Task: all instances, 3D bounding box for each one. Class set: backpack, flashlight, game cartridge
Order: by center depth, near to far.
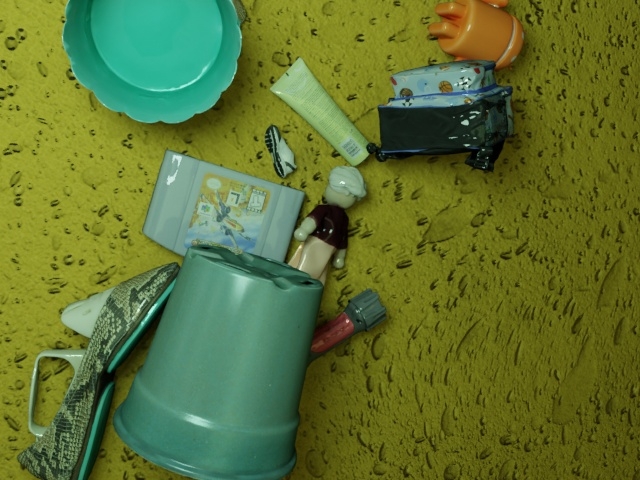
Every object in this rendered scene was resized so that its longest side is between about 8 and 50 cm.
[{"bbox_3d":[-0.191,-0.045,1.290,0.297,0.062,0.198,15,91,-24],"label":"game cartridge"},{"bbox_3d":[0.269,-0.262,1.323,0.263,0.277,0.213,-16,111,-53],"label":"backpack"},{"bbox_3d":[0.001,0.208,1.395,0.304,0.103,0.103,-31,108,-12],"label":"flashlight"}]

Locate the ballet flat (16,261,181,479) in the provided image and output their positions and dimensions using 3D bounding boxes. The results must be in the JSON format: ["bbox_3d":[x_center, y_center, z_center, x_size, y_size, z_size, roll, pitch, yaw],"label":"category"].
[{"bbox_3d":[-0.435,0.231,1.205,0.182,0.164,0.482,26,92,-4],"label":"ballet flat"}]

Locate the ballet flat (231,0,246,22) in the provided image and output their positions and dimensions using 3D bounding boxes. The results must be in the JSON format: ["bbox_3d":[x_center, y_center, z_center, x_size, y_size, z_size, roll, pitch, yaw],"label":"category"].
[{"bbox_3d":[-0.218,-0.472,1.180,0.206,0.067,0.073,34,85,-25],"label":"ballet flat"}]

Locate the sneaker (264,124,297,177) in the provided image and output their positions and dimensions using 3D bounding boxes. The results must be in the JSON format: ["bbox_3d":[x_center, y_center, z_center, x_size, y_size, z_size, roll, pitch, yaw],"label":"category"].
[{"bbox_3d":[-0.081,-0.185,1.317,0.044,0.040,0.109,-29,115,-32],"label":"sneaker"}]

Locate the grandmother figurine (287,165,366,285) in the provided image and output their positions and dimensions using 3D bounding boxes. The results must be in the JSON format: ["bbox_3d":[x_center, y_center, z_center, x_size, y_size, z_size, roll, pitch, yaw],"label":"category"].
[{"bbox_3d":[0.000,0.000,1.342,0.104,0.208,0.342,22,83,19],"label":"grandmother figurine"}]

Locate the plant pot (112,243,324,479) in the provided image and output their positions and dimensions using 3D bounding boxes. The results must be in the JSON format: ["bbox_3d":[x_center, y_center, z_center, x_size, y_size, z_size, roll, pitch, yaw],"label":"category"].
[{"bbox_3d":[-0.159,0.200,1.160,0.341,0.341,0.333,14,96,-24],"label":"plant pot"}]

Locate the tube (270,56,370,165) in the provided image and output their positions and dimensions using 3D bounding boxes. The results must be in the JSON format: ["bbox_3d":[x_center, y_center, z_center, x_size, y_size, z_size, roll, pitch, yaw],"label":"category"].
[{"bbox_3d":[0.010,-0.258,1.328,0.062,0.070,0.240,-31,115,35],"label":"tube"}]

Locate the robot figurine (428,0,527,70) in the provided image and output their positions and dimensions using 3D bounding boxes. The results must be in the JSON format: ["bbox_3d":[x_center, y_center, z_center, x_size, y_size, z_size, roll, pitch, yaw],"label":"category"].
[{"bbox_3d":[0.344,-0.444,1.382,0.220,0.128,0.158,14,61,-24],"label":"robot figurine"}]

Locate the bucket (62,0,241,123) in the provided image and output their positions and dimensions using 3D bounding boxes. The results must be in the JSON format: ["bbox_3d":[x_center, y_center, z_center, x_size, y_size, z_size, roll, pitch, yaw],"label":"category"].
[{"bbox_3d":[-0.277,-0.346,1.089,0.281,0.183,0.281,-4,116,-9],"label":"bucket"}]
